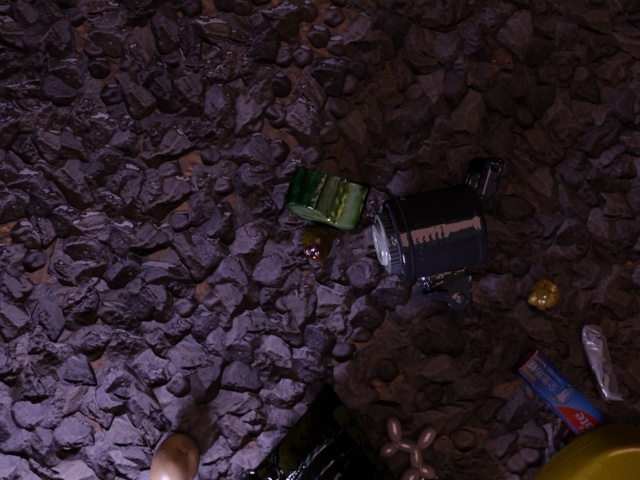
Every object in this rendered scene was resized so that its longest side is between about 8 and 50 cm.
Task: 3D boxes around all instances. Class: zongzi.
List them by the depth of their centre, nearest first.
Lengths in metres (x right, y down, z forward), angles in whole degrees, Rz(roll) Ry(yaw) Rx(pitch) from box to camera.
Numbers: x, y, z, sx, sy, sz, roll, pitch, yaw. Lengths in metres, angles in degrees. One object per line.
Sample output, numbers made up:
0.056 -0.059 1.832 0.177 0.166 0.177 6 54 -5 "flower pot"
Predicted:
0.046 0.553 1.664 0.383 0.362 0.319 35 91 6 "zongzi"

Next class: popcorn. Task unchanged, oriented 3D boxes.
0.556 0.142 1.875 0.084 0.084 0.084 0 86 -3 "popcorn"

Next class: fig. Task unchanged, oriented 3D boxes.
0.000 0.000 1.852 0.084 0.082 0.098 48 56 -4 "fig"

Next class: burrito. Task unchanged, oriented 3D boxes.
0.697 0.304 1.875 0.064 0.064 0.203 -17 89 -4 "burrito"

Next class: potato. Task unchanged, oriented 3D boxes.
-0.347 0.527 1.774 0.112 0.112 0.147 17 78 -2 "potato"

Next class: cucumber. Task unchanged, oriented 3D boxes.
0.008 -0.109 1.806 0.191 0.191 0.130 15 83 -2 "cucumber"

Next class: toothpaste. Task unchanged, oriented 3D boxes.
0.614 0.405 1.859 0.320 0.066 0.076 45 85 1 "toothpaste"

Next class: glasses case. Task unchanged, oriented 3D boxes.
0.624 0.573 1.773 0.173 0.141 0.371 39 105 -8 "glasses case"

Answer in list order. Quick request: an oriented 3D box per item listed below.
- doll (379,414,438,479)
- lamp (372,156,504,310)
0.218 0.518 1.829 0.161 0.059 0.160 15 85 -3 "doll"
0.260 -0.028 1.797 0.272 0.205 0.374 7 96 -7 "lamp"
